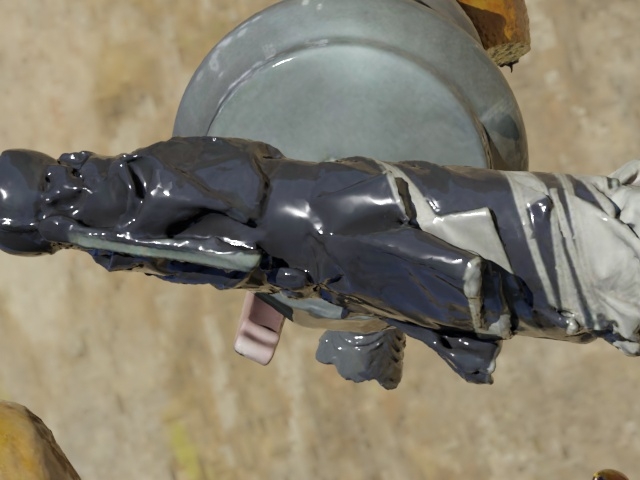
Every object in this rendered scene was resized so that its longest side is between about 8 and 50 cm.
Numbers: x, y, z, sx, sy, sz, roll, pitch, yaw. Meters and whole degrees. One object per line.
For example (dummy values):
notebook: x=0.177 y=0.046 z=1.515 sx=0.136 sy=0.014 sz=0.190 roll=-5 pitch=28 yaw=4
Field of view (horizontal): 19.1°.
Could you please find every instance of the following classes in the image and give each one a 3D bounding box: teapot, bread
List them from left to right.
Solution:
teapot: x=0.022 y=-0.072 z=1.740 sx=0.376 sy=0.306 sz=0.361 roll=-63 pitch=3 yaw=20
bread: x=0.119 y=-0.227 z=1.951 sx=0.129 sy=0.260 sz=0.134 roll=68 pitch=161 yaw=9

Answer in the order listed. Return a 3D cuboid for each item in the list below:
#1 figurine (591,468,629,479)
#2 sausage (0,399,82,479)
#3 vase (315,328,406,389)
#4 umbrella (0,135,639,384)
figurine: x=0.266 y=0.398 z=2.279 sx=0.323 sy=0.320 sz=0.196 roll=-4 pitch=140 yaw=47
sausage: x=-0.373 y=0.140 z=0.995 sx=0.123 sy=0.501 sz=0.136 roll=114 pitch=157 yaw=-71
vase: x=0.081 y=0.041 z=2.166 sx=0.115 sy=0.115 sz=0.237 roll=44 pitch=122 yaw=44
umbrella: x=0.000 y=0.006 z=0.974 sx=0.113 sy=0.358 sz=0.106 roll=88 pitch=-170 yaw=-49
